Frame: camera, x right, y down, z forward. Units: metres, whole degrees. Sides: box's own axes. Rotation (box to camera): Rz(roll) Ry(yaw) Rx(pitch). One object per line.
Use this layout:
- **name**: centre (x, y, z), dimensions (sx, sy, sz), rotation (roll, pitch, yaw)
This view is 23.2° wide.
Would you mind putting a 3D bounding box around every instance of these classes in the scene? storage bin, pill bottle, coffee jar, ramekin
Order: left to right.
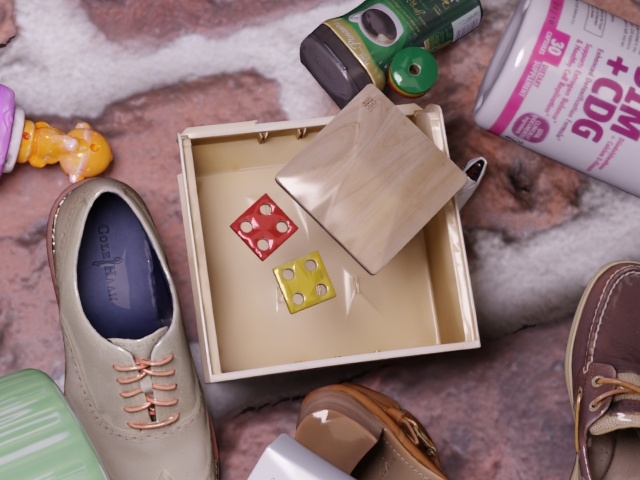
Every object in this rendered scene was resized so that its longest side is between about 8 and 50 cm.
- **ramekin**: centre (-0.265, 0.262, 1.389), dimensions (0.148, 0.303, 0.303), rotation (-23, 84, -19)
- **storage bin**: centre (0.000, 0.000, 1.552), dimensions (0.262, 0.123, 0.260), rotation (-7, 82, -8)
- **coffee jar**: centre (0.071, -0.215, 1.619), dimensions (0.184, 0.079, 0.096), rotation (-36, 75, -12)
- **pill bottle**: centre (0.314, -0.136, 1.597), dimensions (0.283, 0.160, 0.160), rotation (23, 78, -3)

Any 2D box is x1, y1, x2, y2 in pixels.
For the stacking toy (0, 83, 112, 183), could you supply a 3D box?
- **stacking toy**: centre (-0.351, -0.112, 1.524), dimensions (0.302, 0.166, 0.175), rotation (11, 65, -17)

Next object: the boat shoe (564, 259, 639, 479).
- **boat shoe**: centre (0.309, 0.183, 1.560), dimensions (0.123, 0.123, 0.342), rotation (12, 79, -5)

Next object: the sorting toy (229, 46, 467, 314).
- **sorting toy**: centre (0.040, -0.049, 1.480), dimensions (0.132, 0.046, 0.274), rotation (44, 77, 2)

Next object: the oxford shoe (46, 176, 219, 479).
- **oxford shoe**: centre (-0.181, 0.134, 1.482), dimensions (0.140, 0.146, 0.397), rotation (-17, 92, -12)

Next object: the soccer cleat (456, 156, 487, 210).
- **soccer cleat**: centre (0.146, -0.054, 1.624), dimensions (0.029, 0.035, 0.083), rotation (38, 78, 0)

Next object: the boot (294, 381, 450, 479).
- **boot**: centre (0.090, 0.245, 1.475), dimensions (0.283, 0.220, 0.109), rotation (39, 97, 5)

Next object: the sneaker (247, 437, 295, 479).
- **sneaker**: centre (-0.041, 0.312, 1.498), dimensions (0.103, 0.111, 0.252), rotation (17, 78, -4)

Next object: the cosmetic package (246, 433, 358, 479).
- **cosmetic package**: centre (-0.013, 0.400, 1.330), dimensions (0.284, 0.097, 0.377), rotation (30, 95, 5)
